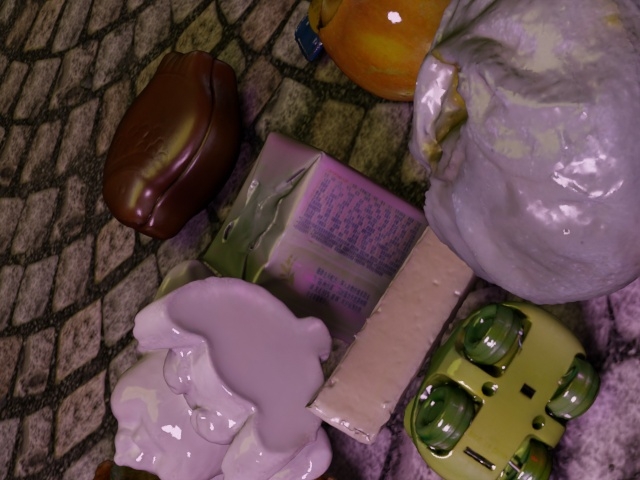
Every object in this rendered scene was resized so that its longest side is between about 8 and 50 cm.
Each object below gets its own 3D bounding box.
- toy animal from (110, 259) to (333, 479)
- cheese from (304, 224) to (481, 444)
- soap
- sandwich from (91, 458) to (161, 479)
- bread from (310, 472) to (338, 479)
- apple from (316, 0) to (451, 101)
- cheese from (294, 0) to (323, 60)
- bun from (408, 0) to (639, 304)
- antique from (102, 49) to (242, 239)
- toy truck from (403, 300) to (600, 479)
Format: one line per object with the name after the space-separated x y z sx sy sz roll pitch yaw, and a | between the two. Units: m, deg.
-0.119 0.176 1.609 0.272 0.206 0.265 53 139 8 | toy animal
0.124 0.036 1.555 0.085 0.034 0.400 28 70 19 | cheese
0.000 0.000 1.709 0.182 0.199 0.138 -61 31 1 | soap
-0.192 0.310 1.774 0.301 0.162 0.250 -1 62 48 | sandwich
-0.020 0.345 1.585 0.132 0.114 0.191 9 69 56 | bread
0.097 -0.287 1.773 0.237 0.207 0.237 -32 42 35 | apple
0.049 -0.366 2.007 0.270 0.069 0.177 -50 36 21 | cheese
0.205 -0.110 1.403 0.362 0.211 0.362 174 90 -73 | bun
-0.208 -0.134 2.120 0.223 0.129 0.278 -1 66 52 | antique
0.158 0.158 1.461 0.187 0.148 0.210 -63 19 -19 | toy truck
